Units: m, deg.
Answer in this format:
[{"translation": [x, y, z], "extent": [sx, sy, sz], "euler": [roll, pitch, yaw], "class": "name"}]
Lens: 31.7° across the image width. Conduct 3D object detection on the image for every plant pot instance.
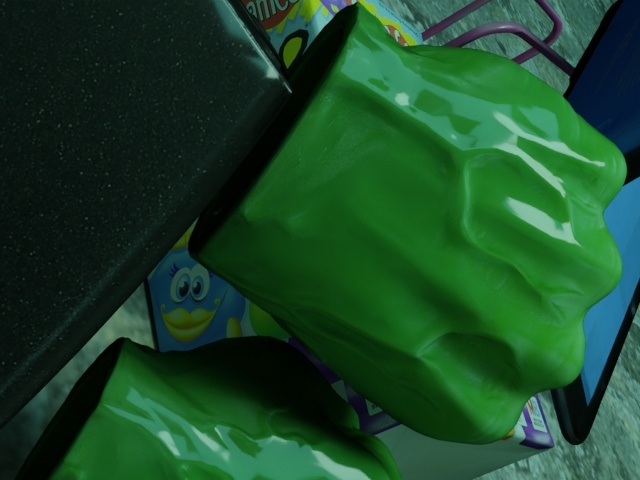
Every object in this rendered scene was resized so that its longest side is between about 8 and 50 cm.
[{"translation": [-0.113, -0.062, 0.394], "extent": [0.188, 0.167, 0.187], "euler": [55, 5, -15], "class": "plant pot"}]

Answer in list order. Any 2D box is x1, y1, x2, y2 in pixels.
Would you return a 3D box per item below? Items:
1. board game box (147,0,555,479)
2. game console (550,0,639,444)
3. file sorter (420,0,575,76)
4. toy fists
[{"translation": [0.000, 0.000, 0.624], "extent": [0.144, 0.142, 0.275], "euler": [23, 45, -51], "class": "board game box"}, {"translation": [0.237, -0.053, 0.717], "extent": [0.173, 0.250, 0.293], "euler": [45, 46, -10], "class": "game console"}, {"translation": [0.085, -0.154, 0.879], "extent": [0.202, 0.182, 0.291], "euler": [20, 48, -54], "class": "file sorter"}, {"translation": [-0.003, 0.052, 0.430], "extent": [0.142, 0.279, 0.096], "euler": [33, 14, -14], "class": "toy fists"}]
